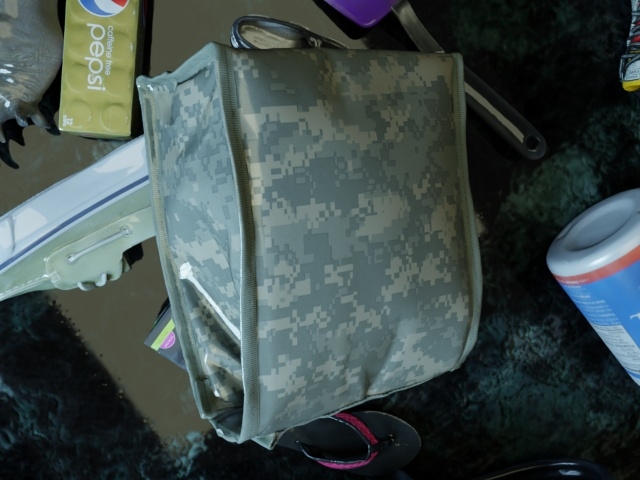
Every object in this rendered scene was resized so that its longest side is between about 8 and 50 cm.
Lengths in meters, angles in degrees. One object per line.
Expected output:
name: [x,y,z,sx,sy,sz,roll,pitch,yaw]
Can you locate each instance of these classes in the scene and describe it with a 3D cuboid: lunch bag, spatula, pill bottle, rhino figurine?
lunch bag: [0.000,0.000,0.569,0.235,0.169,0.287,-10,95,-35]
spatula: [0.110,-0.183,0.671,0.296,0.030,0.084,42,85,-9]
pill bottle: [0.331,0.069,0.677,0.124,0.124,0.221,-41,99,-3]
rhino figurine: [-0.271,-0.183,0.596,0.106,0.073,0.243,5,95,-6]

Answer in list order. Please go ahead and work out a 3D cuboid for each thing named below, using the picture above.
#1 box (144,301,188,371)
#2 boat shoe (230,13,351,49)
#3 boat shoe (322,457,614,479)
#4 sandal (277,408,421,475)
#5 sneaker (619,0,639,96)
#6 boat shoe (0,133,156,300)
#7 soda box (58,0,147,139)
box: [-0.117,0.074,0.632,0.052,0.083,0.062,35,89,-9]
boat shoe: [-0.021,-0.178,0.648,0.125,0.038,0.046,19,92,-9]
boat shoe: [0.059,0.292,0.628,0.500,0.187,0.156,-4,97,-14]
sandal: [0.013,0.192,0.682,0.179,0.040,0.067,15,92,-9]
sneaker: [0.335,-0.190,0.674,0.092,0.088,0.225,-23,97,-4]
boat shoe: [-0.198,-0.008,0.605,0.302,0.109,0.094,-33,100,-7]
soda box: [-0.187,-0.181,0.615,0.061,0.058,0.181,4,94,-9]
